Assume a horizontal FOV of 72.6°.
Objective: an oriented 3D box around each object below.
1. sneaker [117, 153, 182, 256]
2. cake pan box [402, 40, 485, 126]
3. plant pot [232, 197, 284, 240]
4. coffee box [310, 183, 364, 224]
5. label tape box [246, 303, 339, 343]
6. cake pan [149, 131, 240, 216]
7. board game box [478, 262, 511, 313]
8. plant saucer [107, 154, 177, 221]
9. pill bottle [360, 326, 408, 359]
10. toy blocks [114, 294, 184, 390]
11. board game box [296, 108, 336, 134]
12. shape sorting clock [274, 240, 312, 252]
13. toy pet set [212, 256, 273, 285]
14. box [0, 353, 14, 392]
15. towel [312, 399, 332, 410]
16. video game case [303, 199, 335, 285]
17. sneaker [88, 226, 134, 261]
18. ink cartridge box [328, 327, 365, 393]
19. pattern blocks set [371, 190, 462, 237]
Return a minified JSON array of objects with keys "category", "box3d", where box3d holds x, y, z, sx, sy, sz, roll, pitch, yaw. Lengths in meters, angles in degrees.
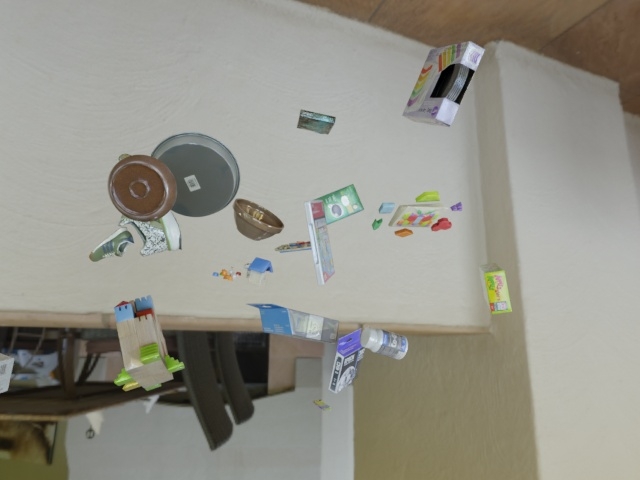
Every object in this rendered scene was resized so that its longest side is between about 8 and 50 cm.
[{"category":"sneaker","box3d":[-0.663,-0.122,1.590,0.182,0.410,0.158,-27,180,-29]},{"category":"cake pan box","box3d":[0.390,-0.500,1.410,0.070,0.245,0.267,17,-166,-19]},{"category":"plant pot","box3d":[-0.282,-0.074,1.862,0.237,0.109,0.237,30,-167,-8]},{"category":"coffee box","box3d":[0.063,-0.134,1.686,0.184,0.113,0.040,-24,180,-1]},{"category":"label tape box","box3d":[-0.127,0.351,1.835,0.334,0.105,0.241,20,162,-32]},{"category":"cake pan","box3d":[-0.404,-0.197,1.395,0.293,0.293,0.054,4,-151,-13]},{"category":"board game box","box3d":[0.409,0.108,1.028,0.043,0.092,0.181,-10,180,16]},{"category":"plant saucer","box3d":[-0.443,-0.126,1.073,0.169,0.168,0.029,2,-167,-6]},{"category":"pill bottle","box3d":[0.201,0.324,1.386,0.137,0.078,0.078,21,161,-18]},{"category":"toy blocks","box3d":[-0.561,0.302,1.378,0.191,0.260,0.381,-15,156,-18]},{"category":"board game box","box3d":[-0.019,-0.424,1.569,0.126,0.026,0.186,11,180,-6]},{"category":"shape sorting clock","box3d":[-0.097,0.023,1.890,0.206,0.040,0.206,-7,-178,0]},{"category":"toy pet set","box3d":[-0.186,0.069,1.096,0.114,0.065,0.122,14,-178,19]},{"category":"box","box3d":[-0.920,0.367,1.186,0.087,0.101,0.101,14,-177,11]},{"category":"towel","box3d":[0.009,0.761,2.014,0.060,0.009,0.083,-27,120,37]},{"category":"video game case","box3d":[0.000,0.000,1.532,0.025,0.285,0.204,-9,-176,13]},{"category":"sneaker","box3d":[-0.821,0.037,1.725,0.192,0.086,0.064,-41,171,1]},{"category":"ink cartridge box","box3d":[0.113,0.466,1.707,0.045,0.208,0.206,15,-170,28]},{"category":"pattern blocks set","box3d":[0.349,-0.086,1.564,0.325,0.026,0.285,-7,152,-6]}]
